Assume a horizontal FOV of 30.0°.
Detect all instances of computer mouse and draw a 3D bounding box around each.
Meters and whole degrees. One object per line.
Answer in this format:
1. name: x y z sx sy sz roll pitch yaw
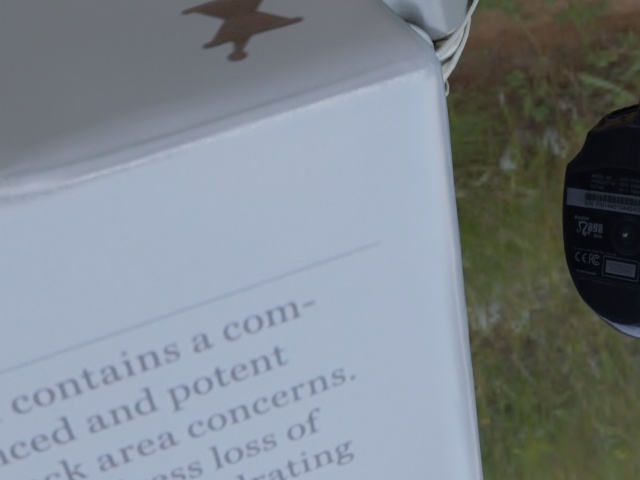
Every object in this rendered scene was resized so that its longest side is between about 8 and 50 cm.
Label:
1. computer mouse: 0.159 -0.073 0.558 0.041 0.242 0.071 -8 -164 -44

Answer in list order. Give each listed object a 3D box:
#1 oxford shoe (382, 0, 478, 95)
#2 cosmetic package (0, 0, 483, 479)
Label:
1. oxford shoe: 0.041 -0.143 0.756 0.130 0.169 0.449 43 149 0
2. cosmetic package: -0.136 0.067 0.538 0.329 0.327 0.393 -18 127 -11
